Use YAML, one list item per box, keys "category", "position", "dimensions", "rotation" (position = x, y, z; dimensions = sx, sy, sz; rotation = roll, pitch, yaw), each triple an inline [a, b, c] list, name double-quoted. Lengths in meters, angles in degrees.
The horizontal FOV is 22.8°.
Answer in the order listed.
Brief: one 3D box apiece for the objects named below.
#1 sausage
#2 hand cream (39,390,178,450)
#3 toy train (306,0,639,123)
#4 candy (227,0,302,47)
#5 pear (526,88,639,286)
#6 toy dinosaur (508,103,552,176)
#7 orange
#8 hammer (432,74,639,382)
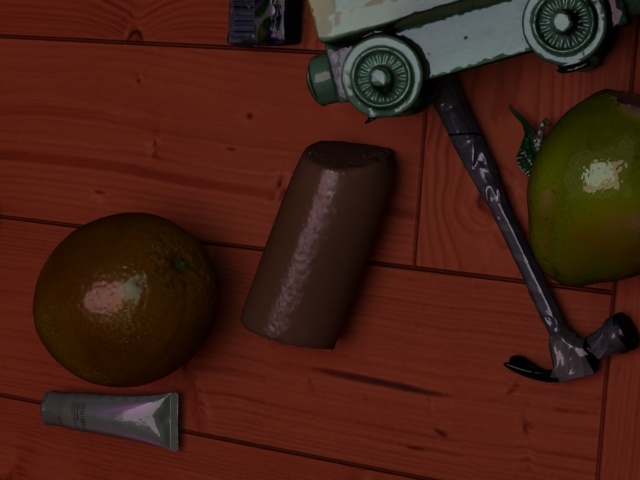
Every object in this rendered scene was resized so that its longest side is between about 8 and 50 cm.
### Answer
- category: "sausage"
  position: [0.000, 0.000, 1.886]
  dimensions: [0.123, 0.123, 0.252]
  rotation: [26, 104, 27]
- category: "hand cream"
  position: [-0.276, 0.231, 2.099]
  dimensions: [0.205, 0.050, 0.078]
  rotation: [3, 94, 26]
- category: "toy train"
  position: [0.154, -0.278, 1.720]
  dimensions: [0.397, 0.160, 0.253]
  rotation: [-14, 93, 17]
- category: "candy"
  position: [-0.062, -0.391, 1.939]
  dimensions: [0.088, 0.061, 0.312]
  rotation: [5, 96, 29]
- category: "pear"
  position: [0.310, -0.047, 1.678]
  dimensions: [0.187, 0.187, 0.219]
  rotation: [27, 112, 26]
- category: "toy dinosaur"
  position: [0.242, -0.104, 1.781]
  dimensions: [0.060, 0.029, 0.119]
  rotation: [-40, 77, 4]
- category: "orange"
  position: [-0.242, 0.075, 1.975]
  dimensions: [0.236, 0.236, 0.236]
  rotation: [1, 93, 30]
- category: "hammer"
  position: [0.214, -0.039, 1.809]
  dimensions: [0.152, 0.044, 0.426]
  rotation: [-28, 77, 29]
